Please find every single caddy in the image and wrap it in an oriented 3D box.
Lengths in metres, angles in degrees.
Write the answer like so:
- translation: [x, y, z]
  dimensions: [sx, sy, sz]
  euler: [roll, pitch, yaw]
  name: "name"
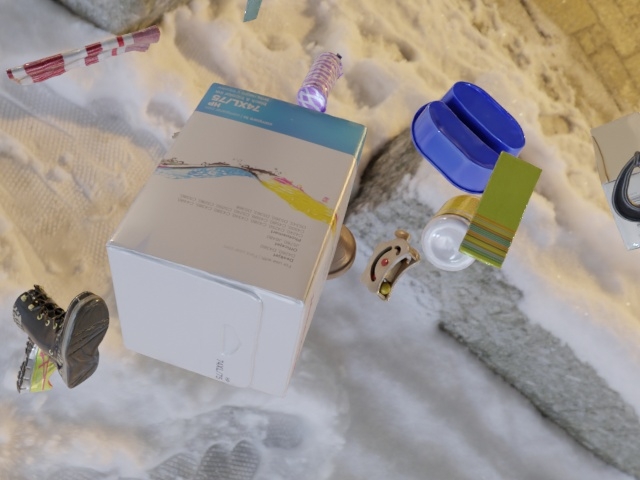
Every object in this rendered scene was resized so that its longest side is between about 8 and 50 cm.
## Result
- translation: [0.429, -0.296, 1.818]
  dimensions: [0.241, 0.179, 0.341]
  euler: [-39, 80, -22]
  name: "caddy"

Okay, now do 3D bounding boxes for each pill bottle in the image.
- translation: [0.470, -0.044, 2.060]
  dimensions: [0.188, 0.188, 0.334]
  euler: [55, 34, -4]
  name: "pill bottle"

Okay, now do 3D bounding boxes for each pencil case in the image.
- translation: [0.001, -0.419, 1.639]
  dimensions: [0.088, 0.086, 0.206]
  euler: [45, 43, -22]
  name: "pencil case"

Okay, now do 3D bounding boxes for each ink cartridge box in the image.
- translation: [-0.084, -0.003, 0.705]
  dimensions: [0.197, 0.198, 0.270]
  euler: [17, 49, 3]
  name: "ink cartridge box"

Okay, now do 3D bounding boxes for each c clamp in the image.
- translation: [0.471, -0.084, 0.811]
  dimensions: [0.022, 0.160, 0.137]
  euler: [-58, 146, -67]
  name: "c clamp"

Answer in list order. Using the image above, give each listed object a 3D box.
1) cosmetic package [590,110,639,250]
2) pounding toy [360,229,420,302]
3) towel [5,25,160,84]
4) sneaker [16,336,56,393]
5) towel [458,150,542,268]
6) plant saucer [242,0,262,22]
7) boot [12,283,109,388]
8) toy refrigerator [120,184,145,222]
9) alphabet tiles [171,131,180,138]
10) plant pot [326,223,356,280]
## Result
- translation: [0.639, -0.129, 1.256]
  dimensions: [0.160, 0.113, 0.309]
  euler: [61, 28, -17]
  name: "cosmetic package"
- translation: [0.271, 0.091, 2.129]
  dimensions: [0.155, 0.154, 0.270]
  euler: [37, 74, -38]
  name: "pounding toy"
- translation: [-0.537, -0.418, 1.410]
  dimensions: [0.328, 0.237, 0.037]
  euler: [-23, 108, -16]
  name: "towel"
- translation: [-0.694, 0.285, 1.558]
  dimensions: [0.094, 0.081, 0.209]
  euler: [16, 93, -34]
  name: "sneaker"
- translation: [0.384, -0.065, 1.317]
  dimensions: [0.102, 0.021, 0.237]
  euler: [25, 85, -5]
  name: "towel"
- translation: [-0.063, -0.352, 0.738]
  dimensions: [0.018, 0.067, 0.192]
  euler: [14, 65, -12]
  name: "plant saucer"
- translation: [-0.460, 0.134, 1.072]
  dimensions: [0.178, 0.236, 0.085]
  euler: [40, 43, 16]
  name: "boot"
- translation: [-0.322, -0.018, 1.455]
  dimensions: [0.269, 0.094, 0.102]
  euler: [31, 77, -20]
  name: "toy refrigerator"
- translation: [-0.215, -0.252, 1.419]
  dimensions: [0.237, 0.198, 0.009]
  euler: [-18, 102, -61]
  name: "alphabet tiles"
- translation: [0.000, 0.000, 1.943]
  dimensions: [0.237, 0.110, 0.238]
  euler: [2, 52, -2]
  name: "plant pot"
